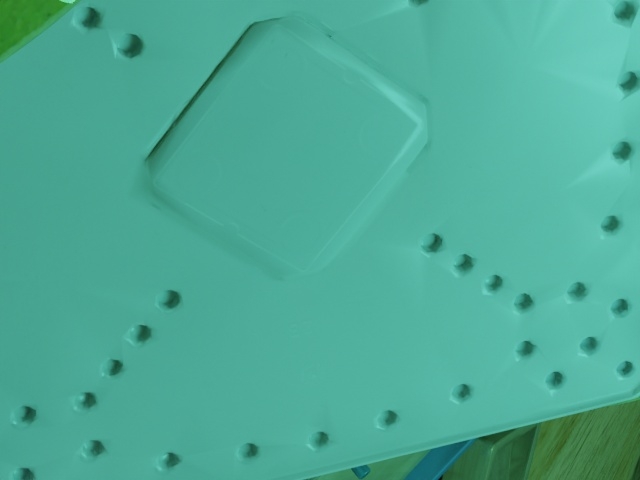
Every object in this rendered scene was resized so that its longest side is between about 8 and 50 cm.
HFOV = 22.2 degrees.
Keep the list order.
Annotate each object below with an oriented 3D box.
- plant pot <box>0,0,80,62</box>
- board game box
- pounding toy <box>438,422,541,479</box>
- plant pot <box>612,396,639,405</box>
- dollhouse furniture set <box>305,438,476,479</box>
[{"bbox_3d":[-0.198,-0.209,0.430,0.275,0.275,0.293,-57,137,-25],"label":"plant pot"},{"bbox_3d":[-0.020,-0.053,0.786,0.390,0.050,0.390,-12,122,-11],"label":"board game box"},{"bbox_3d":[0.112,0.252,1.541,0.206,0.094,0.181,-18,124,-59],"label":"pounding toy"},{"bbox_3d":[0.212,-0.044,1.369,0.276,0.276,0.254,-50,137,-35],"label":"plant pot"},{"bbox_3d":[-0.016,0.081,1.110,0.303,0.198,0.286,-51,158,23],"label":"dollhouse furniture set"}]
